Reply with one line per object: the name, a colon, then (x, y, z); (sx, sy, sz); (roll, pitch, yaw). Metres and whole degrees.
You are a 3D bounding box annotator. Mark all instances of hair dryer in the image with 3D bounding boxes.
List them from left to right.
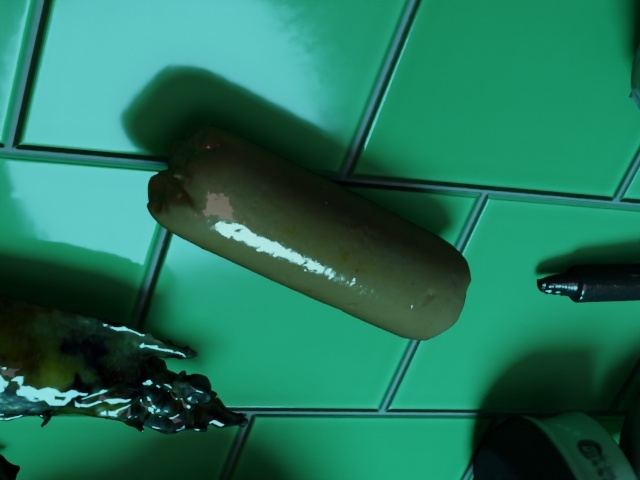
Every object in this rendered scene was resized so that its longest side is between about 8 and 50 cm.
hair dryer: (0.303, 0.049, 1.173); (0.248, 0.070, 0.114); (-3, 130, -14)

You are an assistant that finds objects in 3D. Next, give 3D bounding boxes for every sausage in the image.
sausage: (0.001, 0.000, 0.994); (0.289, 0.086, 0.086); (26, 116, -35)

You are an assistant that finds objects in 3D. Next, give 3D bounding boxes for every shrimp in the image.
shrimp: (-0.270, 0.134, 1.009); (0.445, 0.085, 0.272); (6, 132, -23)

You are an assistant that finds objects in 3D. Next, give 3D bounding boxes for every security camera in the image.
security camera: (0.301, 0.221, 1.243); (0.277, 0.197, 0.191); (-18, 143, -15)

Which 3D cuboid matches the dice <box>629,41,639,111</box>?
dice: (0.433, -0.062, 0.940); (0.348, 0.330, 0.328); (-36, 132, 9)
